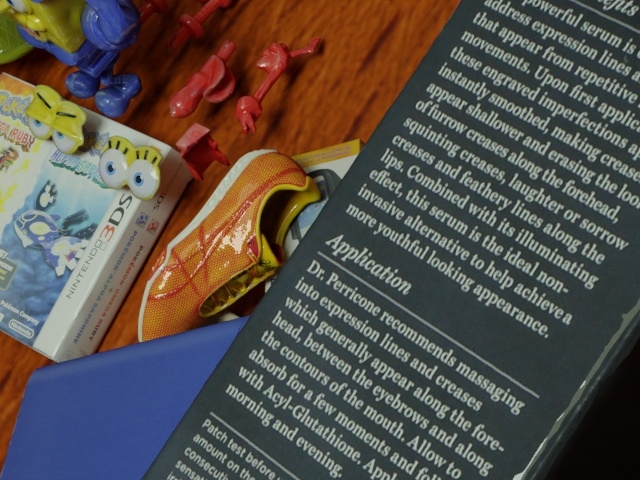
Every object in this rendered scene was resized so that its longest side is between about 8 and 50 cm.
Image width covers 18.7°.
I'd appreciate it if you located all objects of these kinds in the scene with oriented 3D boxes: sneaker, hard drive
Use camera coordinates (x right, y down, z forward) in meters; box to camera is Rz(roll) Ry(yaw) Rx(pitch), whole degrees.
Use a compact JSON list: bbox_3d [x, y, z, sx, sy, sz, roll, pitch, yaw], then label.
[{"bbox_3d":[-0.069,0.015,1.378,0.067,0.064,0.175,37,95,30],"label":"sneaker"},{"bbox_3d":[-0.132,0.169,1.308,0.318,0.040,0.210,-16,55,53],"label":"hard drive"}]

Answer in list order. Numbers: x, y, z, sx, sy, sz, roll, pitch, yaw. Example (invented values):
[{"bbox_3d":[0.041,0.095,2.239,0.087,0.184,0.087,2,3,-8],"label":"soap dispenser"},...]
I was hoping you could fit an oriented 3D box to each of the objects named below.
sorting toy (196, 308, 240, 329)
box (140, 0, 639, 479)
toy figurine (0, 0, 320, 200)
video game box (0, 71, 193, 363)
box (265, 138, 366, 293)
[{"bbox_3d":[-0.073,0.164,1.363,0.193,0.038,0.208,27,85,36],"label":"sorting toy"},{"bbox_3d":[0.138,0.072,1.114,0.212,0.293,0.395,33,89,36],"label":"box"},{"bbox_3d":[-0.199,-0.213,1.464,0.191,0.217,0.362,-46,50,-15],"label":"toy figurine"},{"bbox_3d":[-0.219,-0.018,1.526,0.205,0.048,0.187,24,81,36],"label":"video game box"},{"bbox_3d":[0.000,0.000,1.395,0.081,0.028,0.136,-14,61,26],"label":"box"}]
